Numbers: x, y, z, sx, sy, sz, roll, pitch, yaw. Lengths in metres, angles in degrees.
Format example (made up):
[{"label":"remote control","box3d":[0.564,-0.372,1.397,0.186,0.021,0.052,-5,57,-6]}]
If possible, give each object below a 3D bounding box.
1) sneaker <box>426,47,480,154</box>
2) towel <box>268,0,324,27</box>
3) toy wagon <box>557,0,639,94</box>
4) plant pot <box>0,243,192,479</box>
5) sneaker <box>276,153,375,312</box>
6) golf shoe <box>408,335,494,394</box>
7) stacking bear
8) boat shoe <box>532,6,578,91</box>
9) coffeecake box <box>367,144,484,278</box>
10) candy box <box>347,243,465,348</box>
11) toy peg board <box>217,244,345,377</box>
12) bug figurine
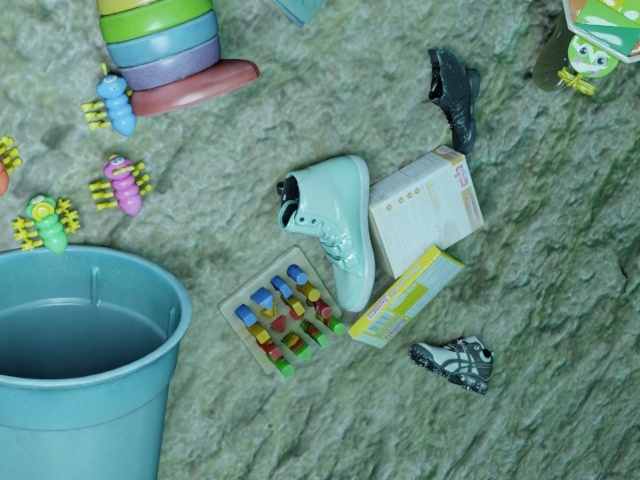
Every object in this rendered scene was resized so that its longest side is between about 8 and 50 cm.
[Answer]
[{"label":"sneaker","box3d":[0.208,-0.223,1.750,0.089,0.051,0.170,-2,106,-27]},{"label":"towel","box3d":[-0.077,-0.511,1.490,0.370,0.040,0.271,36,89,-32]},{"label":"toy wagon","box3d":[0.490,-0.383,1.695,0.267,0.068,0.344,34,107,9]},{"label":"plant pot","box3d":[-0.353,0.230,1.481,0.341,0.341,0.334,-9,122,-25]},{"label":"sneaker","box3d":[0.000,-0.001,1.697,0.151,0.094,0.256,-12,107,-28]},{"label":"golf shoe","box3d":[0.234,0.202,1.924,0.198,0.077,0.094,29,83,-40]},{"label":"stacking bear","box3d":[-0.220,-0.325,1.423,0.164,0.175,0.289,-28,110,-27]},{"label":"boat shoe","box3d":[0.431,-0.347,1.799,0.224,0.080,0.073,-60,161,17]},{"label":"coffeecake box","box3d":[0.163,-0.048,1.781,0.185,0.068,0.142,-30,121,-15]},{"label":"candy box","box3d":[0.143,0.096,1.803,0.206,0.027,0.105,-46,151,11]},{"label":"toy peg board","box3d":[-0.049,0.123,1.729,0.161,0.079,0.161,-39,123,-10]},{"label":"bug figurine","box3d":[-0.344,-0.103,1.481,0.279,0.072,0.216,-28,115,-16]}]
